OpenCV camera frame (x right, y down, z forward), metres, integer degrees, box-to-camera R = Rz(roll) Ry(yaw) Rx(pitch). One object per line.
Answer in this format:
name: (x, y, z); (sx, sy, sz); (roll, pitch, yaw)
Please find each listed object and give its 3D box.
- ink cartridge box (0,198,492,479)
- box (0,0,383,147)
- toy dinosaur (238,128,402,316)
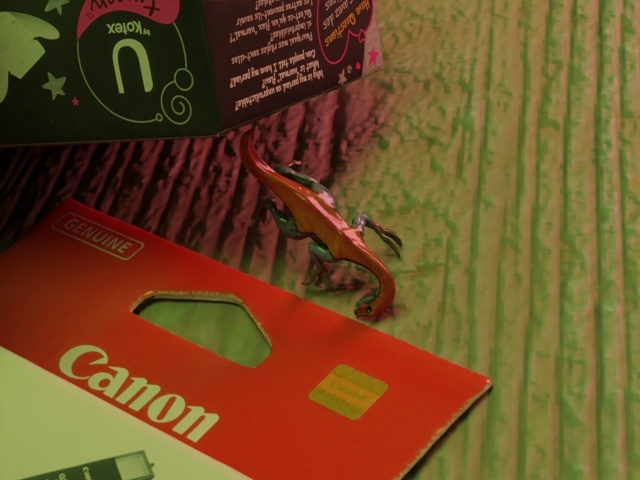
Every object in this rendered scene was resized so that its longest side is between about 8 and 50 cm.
ink cartridge box: (-0.119, 0.079, 0.711); (0.296, 0.066, 0.261); (21, 55, 37)
box: (-0.115, -0.129, 0.825); (0.247, 0.142, 0.163); (1, 16, 33)
toy dinosaur: (0.000, 0.000, 0.755); (0.047, 0.090, 0.082); (-52, 53, 3)
